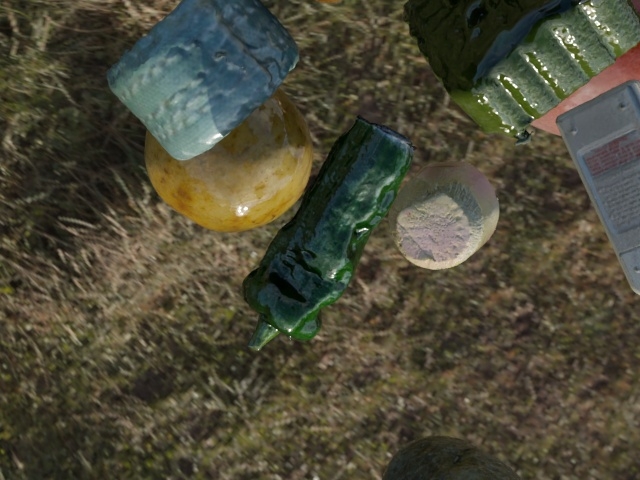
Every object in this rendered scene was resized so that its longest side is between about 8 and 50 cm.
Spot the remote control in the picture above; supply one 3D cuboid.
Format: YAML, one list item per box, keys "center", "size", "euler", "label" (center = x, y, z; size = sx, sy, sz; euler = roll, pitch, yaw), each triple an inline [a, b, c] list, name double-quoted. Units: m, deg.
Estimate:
- center: [0.288, -0.044, 1.001]
  size: [0.029, 0.087, 0.190]
  euler: [-20, 84, -49]
  label: "remote control"

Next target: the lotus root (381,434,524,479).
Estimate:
- center: [0.170, 0.342, 1.389]
  size: [0.175, 0.349, 0.175]
  euler: [-6, 106, -22]
  label: "lotus root"

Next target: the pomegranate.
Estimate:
- center: [-0.136, -0.139, 1.656]
  size: [0.260, 0.260, 0.260]
  euler: [-8, 107, -27]
  label: "pomegranate"

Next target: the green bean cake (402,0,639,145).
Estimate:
- center: [0.252, -0.290, 1.427]
  size: [0.250, 0.247, 0.156]
  euler: [-37, 133, 16]
  label: "green bean cake"

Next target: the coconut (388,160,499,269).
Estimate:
- center: [0.183, -0.039, 1.610]
  size: [0.153, 0.147, 0.147]
  euler: [-37, 127, -61]
  label: "coconut"

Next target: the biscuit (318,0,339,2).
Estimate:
- center: [-0.015, -0.470, 1.539]
  size: [0.049, 0.273, 0.257]
  euler: [-13, 142, -53]
  label: "biscuit"

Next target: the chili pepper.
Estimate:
- center: [0.000, 0.000, 1.170]
  size: [0.099, 0.136, 0.270]
  euler: [28, 93, -19]
  label: "chili pepper"

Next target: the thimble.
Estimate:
- center: [-0.130, -0.200, 1.249]
  size: [0.198, 0.235, 0.143]
  euler: [-46, 106, -11]
  label: "thimble"

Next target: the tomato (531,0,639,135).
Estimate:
- center: [0.404, -0.307, 1.735]
  size: [0.322, 0.321, 0.321]
  euler: [-8, 107, -27]
  label: "tomato"
